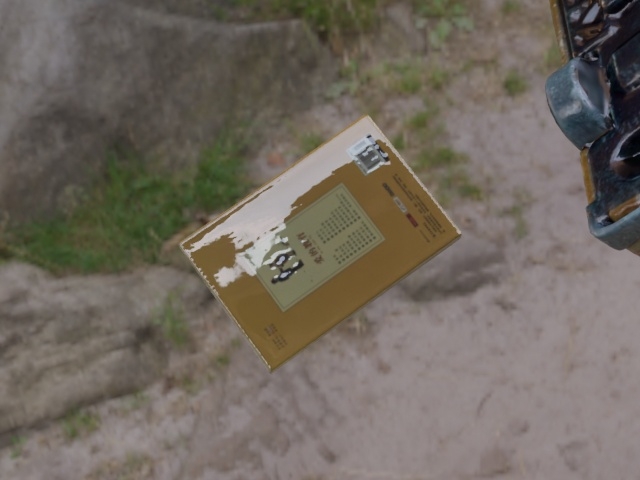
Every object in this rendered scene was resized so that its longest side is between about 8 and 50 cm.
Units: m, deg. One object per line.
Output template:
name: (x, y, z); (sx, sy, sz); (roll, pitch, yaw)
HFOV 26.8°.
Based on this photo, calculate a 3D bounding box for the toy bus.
toy bus: (0.136, -0.069, 0.458); (0.103, 0.091, 0.182); (29, 41, -30)

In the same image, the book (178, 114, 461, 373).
book: (0.000, 0.000, 0.974); (0.172, 0.012, 0.118); (-35, 77, -8)
